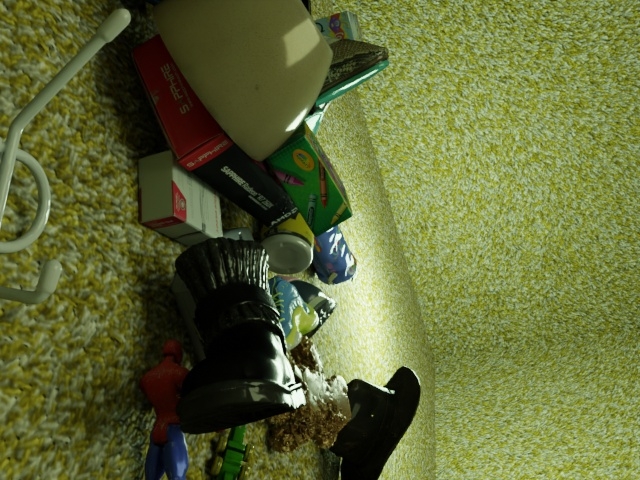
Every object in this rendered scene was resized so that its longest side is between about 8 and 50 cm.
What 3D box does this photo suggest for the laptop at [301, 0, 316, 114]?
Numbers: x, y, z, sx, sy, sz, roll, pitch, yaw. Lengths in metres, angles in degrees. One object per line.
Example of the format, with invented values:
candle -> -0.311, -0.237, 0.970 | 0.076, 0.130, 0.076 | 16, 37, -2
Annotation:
laptop -> -0.107, -0.485, 1.271 | 0.236, 0.408, 0.381 | -30, 127, -42

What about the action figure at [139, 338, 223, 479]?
action figure -> -0.184, 0.276, 0.859 | 0.139, 0.092, 0.280 | 39, 42, -56

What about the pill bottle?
pill bottle -> -0.072, -0.037, 1.431 | 0.208, 0.119, 0.119 | -87, 159, -44

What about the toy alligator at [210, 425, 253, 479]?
toy alligator -> -0.142, 0.338, 1.040 | 0.189, 0.056, 0.051 | -83, -163, -53

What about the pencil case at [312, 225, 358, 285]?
pencil case -> 0.000, 0.000, 1.659 | 0.306, 0.120, 0.133 | 61, 29, -46

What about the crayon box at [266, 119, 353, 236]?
crayon box -> -0.021, -0.128, 1.211 | 0.165, 0.081, 0.278 | 58, 7, -15

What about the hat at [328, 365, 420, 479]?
hat -> 0.093, 0.428, 1.547 | 0.134, 0.331, 0.331 | 32, 28, -8

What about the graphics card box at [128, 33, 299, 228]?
graphics card box -> -0.167, -0.179, 1.138 | 0.232, 0.094, 0.371 | 62, 8, 23

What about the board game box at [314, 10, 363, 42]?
board game box -> -0.035, -0.452, 1.580 | 0.142, 0.276, 0.144 | -50, 126, -71

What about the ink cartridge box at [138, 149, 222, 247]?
ink cartridge box -> -0.221, -0.061, 1.024 | 0.150, 0.063, 0.109 | 41, 39, -65

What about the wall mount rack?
wall mount rack -> -0.304, -0.106, 0.548 | 0.350, 0.131, 0.303 | 30, 68, -70

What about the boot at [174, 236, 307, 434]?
boot -> -0.122, 0.111, 0.848 | 0.348, 0.131, 0.260 | 74, 0, -76

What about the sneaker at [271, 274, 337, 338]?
sneaker -> -0.042, 0.139, 1.443 | 0.131, 0.112, 0.319 | 38, -11, 11

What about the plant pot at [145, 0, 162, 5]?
plant pot -> -0.240, -0.502, 0.988 | 0.236, 0.212, 0.235 | -5, 83, -68

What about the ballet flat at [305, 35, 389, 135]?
ballet flat -> -0.036, -0.328, 1.377 | 0.182, 0.164, 0.483 | 59, -29, 1

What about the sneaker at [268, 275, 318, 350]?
sneaker -> -0.088, 0.139, 1.159 | 0.126, 0.091, 0.240 | 58, 17, 2

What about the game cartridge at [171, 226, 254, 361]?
game cartridge -> -0.166, 0.090, 1.130 | 0.294, 0.060, 0.195 | -61, 140, -68

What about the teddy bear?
teddy bear -> -0.060, 0.306, 1.286 | 0.338, 0.113, 0.244 | 22, 50, -63

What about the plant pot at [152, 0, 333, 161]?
plant pot -> -0.094, -0.294, 0.997 | 0.284, 0.191, 0.284 | 55, 10, -14
